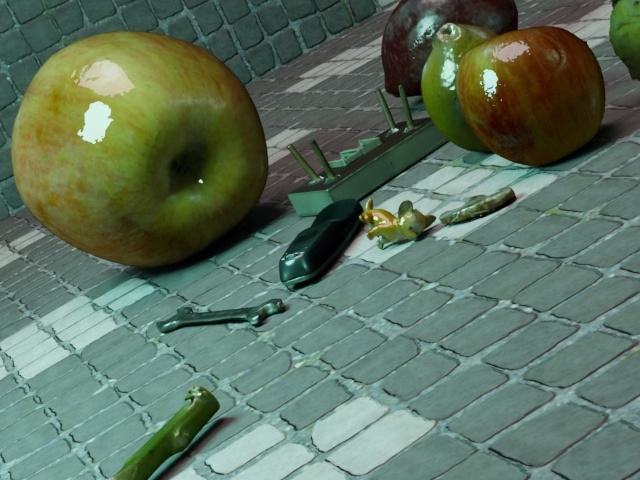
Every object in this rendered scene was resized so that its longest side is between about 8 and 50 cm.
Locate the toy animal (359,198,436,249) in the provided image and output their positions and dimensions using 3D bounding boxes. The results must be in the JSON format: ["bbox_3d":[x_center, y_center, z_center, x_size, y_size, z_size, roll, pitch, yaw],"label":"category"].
[{"bbox_3d":[0.097,-0.028,1.748,0.083,0.060,0.081,-26,48,20],"label":"toy animal"}]

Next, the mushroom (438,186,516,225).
[{"bbox_3d":[0.191,-0.042,1.709,0.101,0.019,0.049,-21,15,20],"label":"mushroom"}]

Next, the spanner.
[{"bbox_3d":[-0.133,0.098,1.802,0.054,0.015,0.255,-37,17,-35],"label":"spanner"}]

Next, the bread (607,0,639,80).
[{"bbox_3d":[0.463,-0.292,1.796,0.170,0.197,0.197,-43,20,-29],"label":"bread"}]

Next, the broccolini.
[{"bbox_3d":[-0.243,0.250,1.337,0.079,0.074,0.392,-4,27,41],"label":"broccolini"}]

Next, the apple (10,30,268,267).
[{"bbox_3d":[-0.277,-0.142,2.192,0.391,0.391,0.346,-33,23,-23],"label":"apple"}]

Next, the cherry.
[{"bbox_3d":[0.225,-0.366,2.442,0.300,0.203,0.230,-40,15,6],"label":"cherry"}]

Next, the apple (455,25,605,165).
[{"bbox_3d":[0.265,-0.185,1.775,0.195,0.173,0.160,-18,14,42],"label":"apple"}]

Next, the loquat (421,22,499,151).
[{"bbox_3d":[0.216,-0.215,1.938,0.152,0.195,0.152,-23,30,14],"label":"loquat"}]

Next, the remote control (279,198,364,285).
[{"bbox_3d":[0.000,0.000,1.855,0.072,0.042,0.222,-17,17,26],"label":"remote control"}]

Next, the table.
[{"bbox_3d":[0.061,-0.143,2.113,0.240,0.111,0.122,-34,15,-27],"label":"table"}]
